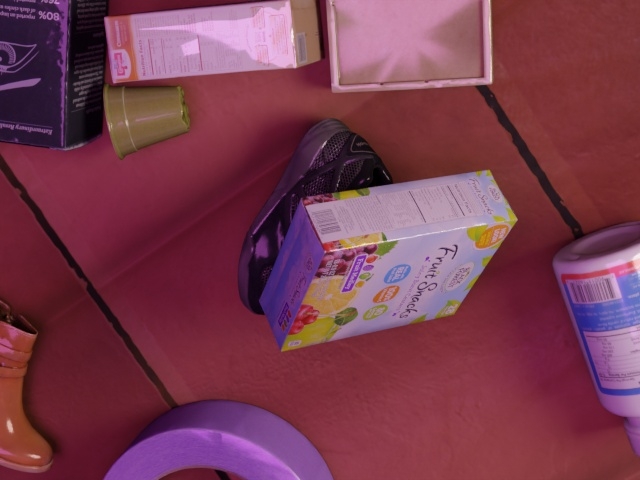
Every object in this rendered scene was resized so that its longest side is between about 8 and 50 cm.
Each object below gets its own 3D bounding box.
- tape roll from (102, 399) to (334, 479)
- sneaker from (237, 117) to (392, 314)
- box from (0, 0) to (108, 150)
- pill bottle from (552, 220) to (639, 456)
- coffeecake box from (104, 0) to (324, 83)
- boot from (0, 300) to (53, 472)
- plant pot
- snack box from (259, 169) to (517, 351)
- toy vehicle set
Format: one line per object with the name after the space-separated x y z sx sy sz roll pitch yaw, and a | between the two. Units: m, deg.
-0.118 0.327 1.293 0.275 0.090 0.275 3 105 10 | tape roll
0.000 0.000 1.172 0.130 0.087 0.227 40 107 33 | sneaker
-0.315 -0.209 1.190 0.153 0.108 0.207 9 106 9 | box
0.324 0.101 1.131 0.124 0.124 0.221 -18 100 15 | pill bottle
-0.102 -0.203 1.131 0.185 0.142 0.068 -3 103 12 | coffeecake box
-0.366 0.167 1.314 0.197 0.073 0.152 36 103 -2 | boot
-0.183 -0.134 1.205 0.079 0.083 0.083 -10 102 0 | plant pot
0.062 0.020 1.096 0.070 0.207 0.174 65 152 28 | snack box
0.087 -0.286 1.129 0.166 0.035 0.267 0 103 11 | toy vehicle set
